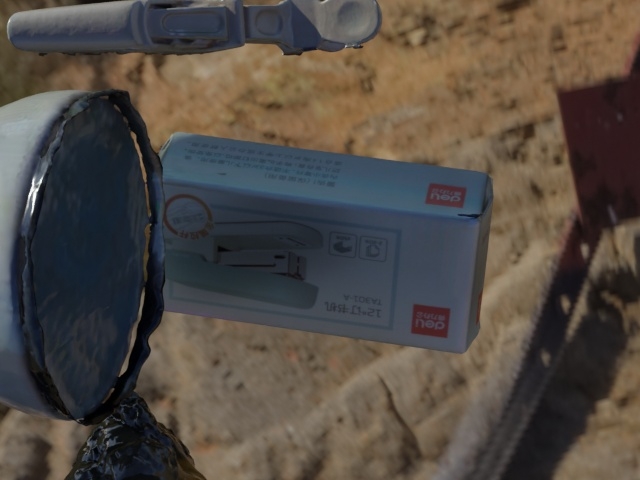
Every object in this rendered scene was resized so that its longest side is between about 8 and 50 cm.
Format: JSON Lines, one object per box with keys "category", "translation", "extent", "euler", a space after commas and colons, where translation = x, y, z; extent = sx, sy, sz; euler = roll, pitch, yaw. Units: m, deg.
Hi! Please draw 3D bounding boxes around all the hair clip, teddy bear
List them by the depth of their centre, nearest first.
{"category": "hair clip", "translation": [-0.068, -0.126, 1.046], "extent": [0.226, 0.072, 0.034], "euler": [-4, 92, -28]}
{"category": "teddy bear", "translation": [-0.125, 0.205, 1.287], "extent": [0.140, 0.177, 0.190], "euler": [-3, 42, -24]}

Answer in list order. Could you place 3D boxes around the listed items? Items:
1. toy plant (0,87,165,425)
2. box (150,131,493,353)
{"category": "toy plant", "translation": [-0.297, 0.006, 1.240], "extent": [0.332, 0.247, 0.247], "euler": [3, 72, 15]}
{"category": "box", "translation": [0.000, 0.000, 1.418], "extent": [0.269, 0.135, 0.079], "euler": [8, 34, 6]}
